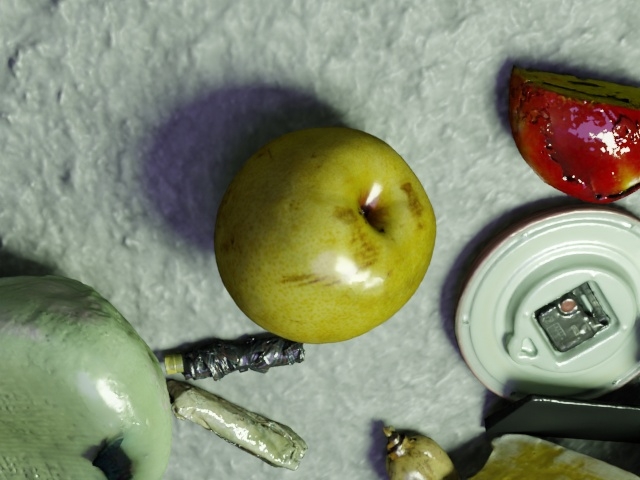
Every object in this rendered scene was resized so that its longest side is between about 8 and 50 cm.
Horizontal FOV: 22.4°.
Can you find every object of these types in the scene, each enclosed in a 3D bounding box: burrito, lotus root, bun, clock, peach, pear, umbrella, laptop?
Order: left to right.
[{"bbox_3d":[-0.258,0.137,1.557,0.283,0.179,0.283,13,134,14],"label":"bun"},{"bbox_3d":[-0.088,0.121,1.653,0.144,0.040,0.037,-7,131,-5],"label":"umbrella"},{"bbox_3d":[-0.087,0.194,1.691,0.171,0.051,0.042,32,110,-25],"label":"burrito"},{"bbox_3d":[0.000,0.000,1.506,0.209,0.209,0.209,-5,122,-8],"label":"pear"},{"bbox_3d":[0.108,0.254,1.757,0.072,0.063,0.152,-50,120,-22],"label":"lotus root"},{"bbox_3d":[0.257,0.071,1.677,0.244,0.056,0.244,-4,122,-7],"label":"clock"},{"bbox_3d":[0.255,-0.103,1.548,0.172,0.092,0.127,31,114,-28],"label":"peach"},{"bbox_3d":[0.288,0.190,1.736,0.197,0.016,0.135,6,158,-16],"label":"laptop"}]

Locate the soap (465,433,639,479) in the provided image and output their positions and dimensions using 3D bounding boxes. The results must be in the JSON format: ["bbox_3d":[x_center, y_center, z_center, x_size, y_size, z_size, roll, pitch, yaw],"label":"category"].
[{"bbox_3d":[0.296,0.399,1.742,0.156,0.293,0.335,-40,129,-29],"label":"soap"}]
